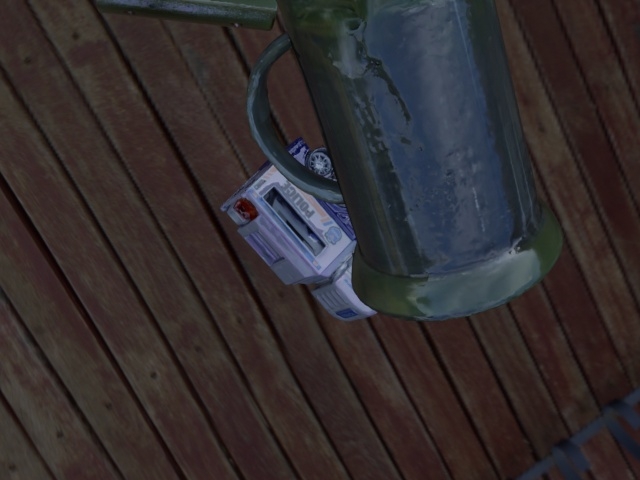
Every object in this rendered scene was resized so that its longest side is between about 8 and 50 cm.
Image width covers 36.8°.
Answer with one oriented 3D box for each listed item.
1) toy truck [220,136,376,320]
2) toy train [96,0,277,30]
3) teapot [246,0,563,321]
[{"bbox_3d":[0.000,0.000,1.379,0.268,0.124,0.155,49,63,-8],"label":"toy truck"},{"bbox_3d":[-0.191,-0.425,1.430,0.299,0.131,0.202,5,85,-9],"label":"toy train"},{"bbox_3d":[0.055,-0.122,0.840,0.200,0.270,0.337,-52,132,-47],"label":"teapot"}]
